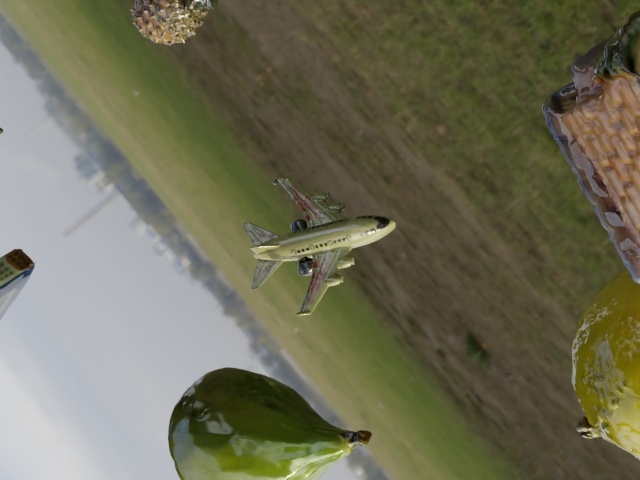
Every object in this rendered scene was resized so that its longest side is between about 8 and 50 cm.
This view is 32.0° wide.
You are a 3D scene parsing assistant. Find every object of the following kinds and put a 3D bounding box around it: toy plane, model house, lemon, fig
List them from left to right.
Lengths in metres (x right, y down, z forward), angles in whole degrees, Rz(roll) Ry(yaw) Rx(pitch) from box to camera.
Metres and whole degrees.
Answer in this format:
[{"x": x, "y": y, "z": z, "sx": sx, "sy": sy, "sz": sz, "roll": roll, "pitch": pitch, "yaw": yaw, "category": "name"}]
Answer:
[{"x": -0.098, "y": 0.288, "z": 1.674, "sx": 0.233, "sy": 0.233, "sz": 0.314, "roll": 51, "pitch": 145, "yaw": -2, "category": "fig"}, {"x": 0.000, "y": 0.000, "z": 1.754, "sx": 0.092, "sy": 0.244, "sz": 0.229, "roll": 56, "pitch": -156, "yaw": -73, "category": "toy plane"}, {"x": 0.249, "y": -0.080, "z": 0.761, "sx": 0.166, "sy": 0.183, "sz": 0.172, "roll": 59, "pitch": 158, "yaw": -1, "category": "model house"}, {"x": 0.292, "y": 0.091, "z": 0.875, "sx": 0.173, "sy": 0.206, "sz": 0.174, "roll": 41, "pitch": -140, "yaw": -46, "category": "lemon"}]

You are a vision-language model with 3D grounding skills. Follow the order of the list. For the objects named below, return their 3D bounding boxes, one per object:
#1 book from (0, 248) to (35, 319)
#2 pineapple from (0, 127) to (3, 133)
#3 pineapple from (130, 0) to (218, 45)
[{"x": -0.521, "y": 0.183, "z": 1.226, "sx": 0.039, "sy": 0.428, "sz": 0.300, "roll": 49, "pitch": 137, "yaw": 2, "category": "book"}, {"x": -0.265, "y": -0.065, "z": 0.561, "sx": 0.193, "sy": 0.166, "sz": 0.166, "roll": 14, "pitch": 158, "yaw": 23, "category": "pineapple"}, {"x": -0.196, "y": -0.376, "z": 1.627, "sx": 0.125, "sy": 0.125, "sz": 0.251, "roll": 51, "pitch": 151, "yaw": -7, "category": "pineapple"}]
